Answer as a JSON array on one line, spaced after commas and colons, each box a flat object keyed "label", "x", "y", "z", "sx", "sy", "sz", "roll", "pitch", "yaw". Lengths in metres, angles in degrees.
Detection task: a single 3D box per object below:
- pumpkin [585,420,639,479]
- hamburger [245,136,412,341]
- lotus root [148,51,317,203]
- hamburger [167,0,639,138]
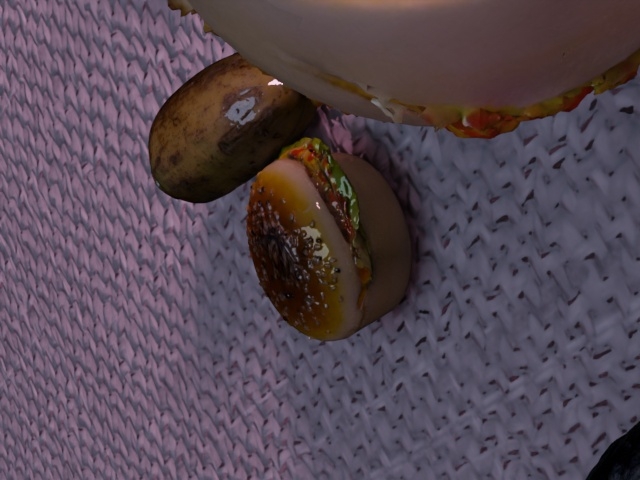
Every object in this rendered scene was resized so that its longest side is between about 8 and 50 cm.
[{"label": "pumpkin", "x": 0.202, "y": 0.173, "z": 0.719, "sx": 0.202, "sy": 0.140, "sz": 0.202, "roll": 22, "pitch": 120, "yaw": 47}, {"label": "hamburger", "x": 0.000, "y": 0.000, "z": 0.976, "sx": 0.126, "sy": 0.081, "sz": 0.141, "roll": 62, "pitch": 146, "yaw": 16}, {"label": "lotus root", "x": -0.062, "y": -0.081, "z": 1.023, "sx": 0.080, "sy": 0.089, "sz": 0.179, "roll": 52, "pitch": 139, "yaw": -3}, {"label": "hamburger", "x": 0.051, "y": -0.183, "z": 0.654, "sx": 0.294, "sy": 0.276, "sz": 0.179, "roll": 44, "pitch": 176, "yaw": 13}]
